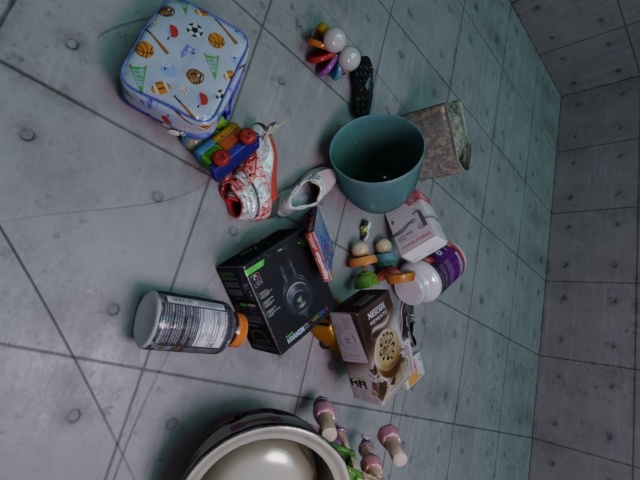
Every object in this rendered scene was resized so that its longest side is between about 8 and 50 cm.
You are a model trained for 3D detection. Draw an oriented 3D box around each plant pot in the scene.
[{"bbox_3d":[0.189,-0.227,1.373,0.235,0.293,0.293,73,38,-57],"label":"plant pot"}]

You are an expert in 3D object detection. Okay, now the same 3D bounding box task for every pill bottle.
[{"bbox_3d":[0.432,0.127,1.650,0.323,0.181,0.182,-29,107,-42],"label":"pill bottle"},{"bbox_3d":[-0.293,0.199,0.980,0.245,0.130,0.130,20,74,-42],"label":"pill bottle"}]

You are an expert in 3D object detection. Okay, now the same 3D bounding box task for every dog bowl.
[{"bbox_3d":[-0.140,0.593,0.992,0.407,0.150,0.408,-2,97,-16],"label":"dog bowl"}]

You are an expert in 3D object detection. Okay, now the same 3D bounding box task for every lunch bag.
[{"bbox_3d":[-0.304,-0.390,0.969,0.243,0.115,0.303,24,69,-17],"label":"lunch bag"},{"bbox_3d":[0.459,-0.388,1.669,0.169,0.235,0.287,-25,105,-45],"label":"lunch bag"}]

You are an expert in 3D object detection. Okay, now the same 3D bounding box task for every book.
[{"bbox_3d":[0.362,0.517,1.664,0.144,0.035,0.096,-18,97,-44],"label":"book"}]

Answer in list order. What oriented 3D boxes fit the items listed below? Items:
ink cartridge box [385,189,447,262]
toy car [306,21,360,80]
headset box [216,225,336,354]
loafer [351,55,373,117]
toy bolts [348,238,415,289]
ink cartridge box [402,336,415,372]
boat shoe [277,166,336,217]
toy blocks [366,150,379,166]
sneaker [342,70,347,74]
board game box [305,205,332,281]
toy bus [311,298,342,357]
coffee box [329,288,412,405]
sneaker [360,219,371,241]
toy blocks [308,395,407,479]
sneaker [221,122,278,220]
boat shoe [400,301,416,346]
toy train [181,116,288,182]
[{"bbox_3d":[0.348,-0.050,1.538,0.092,0.158,0.218,23,42,-43],"label":"ink cartridge box"},{"bbox_3d":[0.029,-0.599,1.348,0.136,0.159,0.182,-48,126,5],"label":"toy car"},{"bbox_3d":[-0.116,0.122,1.155,0.246,0.131,0.283,-33,109,-41],"label":"headset box"},{"bbox_3d":[0.152,-0.548,1.502,0.078,0.076,0.223,23,69,-80],"label":"loafer"},{"bbox_3d":[0.227,0.068,1.460,0.228,0.218,0.159,-6,85,-62],"label":"toy bolts"},{"bbox_3d":[0.263,0.395,1.471,0.060,0.180,0.104,-22,103,-43],"label":"ink cartridge box"},{"bbox_3d":[-0.025,-0.152,1.283,0.277,0.096,0.098,-41,113,-38],"label":"boat shoe"},{"bbox_3d":[0.202,-0.346,1.545,0.123,0.054,0.148,45,58,-32],"label":"toy blocks"},{"bbox_3d":[0.094,-0.629,1.473,0.042,0.067,0.118,43,29,-31],"label":"sneaker"},{"bbox_3d":[0.000,0.000,1.228,0.281,0.027,0.145,-84,153,-72],"label":"board game box"},{"bbox_3d":[0.103,0.329,1.372,0.332,0.108,0.130,44,58,-33],"label":"toy bus"},{"bbox_3d":[0.155,0.314,1.263,0.168,0.119,0.297,-27,105,-42],"label":"coffee box"},{"bbox_3d":[0.154,-0.037,1.501,0.035,0.031,0.083,25,66,-26],"label":"sneaker"},{"bbox_3d":[0.049,0.644,1.254,0.288,0.260,0.309,24,95,-11],"label":"toy blocks"},{"bbox_3d":[-0.195,-0.186,1.124,0.145,0.090,0.270,-12,98,-46],"label":"sneaker"},{"bbox_3d":[0.359,0.319,1.648,0.075,0.065,0.206,17,76,-42],"label":"boat shoe"},{"bbox_3d":[-0.217,-0.275,1.056,0.143,0.105,0.248,42,70,7],"label":"toy train"}]
